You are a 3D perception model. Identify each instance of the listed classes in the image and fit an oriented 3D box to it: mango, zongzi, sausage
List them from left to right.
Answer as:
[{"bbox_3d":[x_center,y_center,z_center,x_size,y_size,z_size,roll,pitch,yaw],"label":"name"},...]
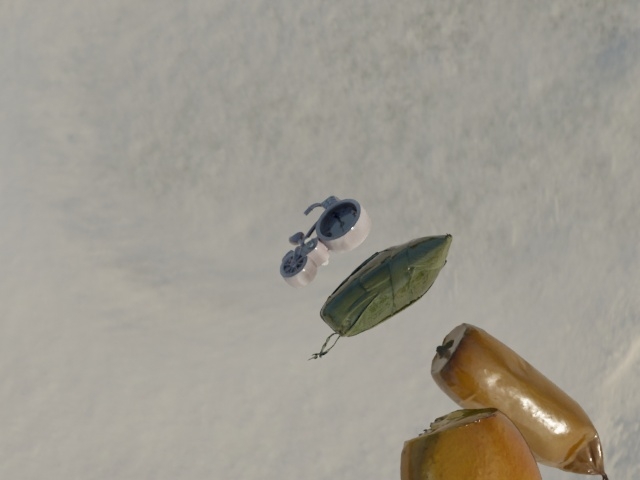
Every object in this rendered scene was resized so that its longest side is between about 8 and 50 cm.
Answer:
[{"bbox_3d":[0.048,0.049,1.116,0.154,0.130,0.062,-32,84,-19],"label":"zongzi"},{"bbox_3d":[0.208,0.350,1.505,0.187,0.138,0.257,-19,86,-43],"label":"mango"},{"bbox_3d":[0.301,0.247,1.722,0.328,0.112,0.112,38,77,-13],"label":"sausage"}]

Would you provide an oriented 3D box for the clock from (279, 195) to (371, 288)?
[{"bbox_3d":[0.000,0.000,1.426,0.129,0.041,0.087,-44,38,-3],"label":"clock"}]
